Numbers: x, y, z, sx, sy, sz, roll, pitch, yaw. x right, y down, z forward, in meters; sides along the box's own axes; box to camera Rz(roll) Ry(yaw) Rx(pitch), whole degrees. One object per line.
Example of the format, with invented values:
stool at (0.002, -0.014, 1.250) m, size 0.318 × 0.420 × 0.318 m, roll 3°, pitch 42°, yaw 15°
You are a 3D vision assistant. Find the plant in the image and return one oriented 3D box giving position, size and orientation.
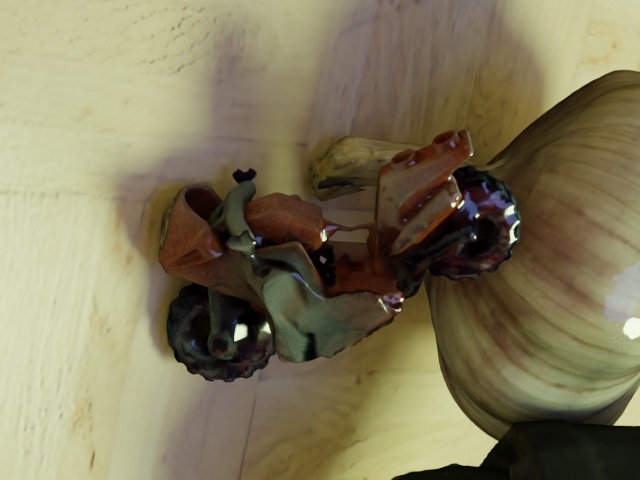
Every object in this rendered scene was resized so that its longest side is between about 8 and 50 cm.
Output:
plant at (0.145, 0.187, 1.137) m, size 0.256 × 0.141 × 0.164 m, roll -8°, pitch 156°, yaw -11°

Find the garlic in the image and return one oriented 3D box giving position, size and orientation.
garlic at (0.113, -0.008, 1.177) m, size 0.253 × 0.245 × 0.245 m, roll 23°, pitch 87°, yaw -8°

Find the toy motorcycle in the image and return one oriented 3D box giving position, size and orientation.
toy motorcycle at (0.000, 0.000, 1.067) m, size 0.212 × 0.084 × 0.118 m, roll -24°, pitch 113°, yaw 11°
